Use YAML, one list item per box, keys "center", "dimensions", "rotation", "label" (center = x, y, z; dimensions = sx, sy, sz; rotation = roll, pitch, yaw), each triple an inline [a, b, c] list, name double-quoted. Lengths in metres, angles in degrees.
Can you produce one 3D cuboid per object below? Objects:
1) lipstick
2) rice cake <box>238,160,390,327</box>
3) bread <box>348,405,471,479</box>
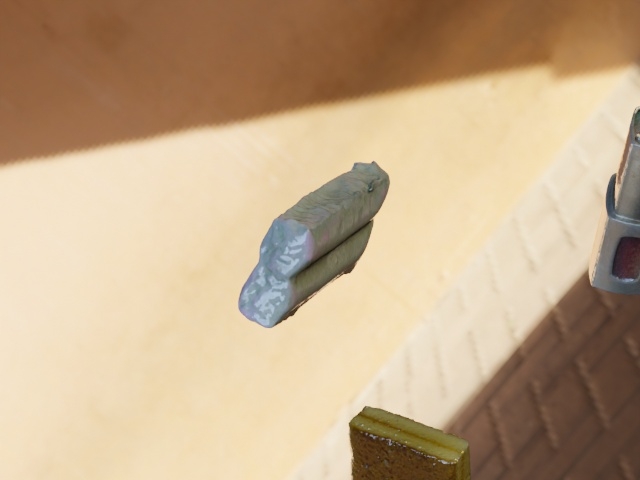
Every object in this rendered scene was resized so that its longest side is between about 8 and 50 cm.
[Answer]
- center: [0.355, -0.043, 1.868]
  dimensions: [0.253, 0.079, 0.077]
  rotation: [94, -173, -52]
  label: "lipstick"
- center: [0.000, 0.000, 1.254]
  dimensions: [0.085, 0.040, 0.226]
  rotation: [-70, -12, 18]
  label: "rice cake"
- center: [0.064, 0.174, 1.216]
  dimensions: [0.035, 0.090, 0.094]
  rotation: [-42, -42, -46]
  label: "bread"
